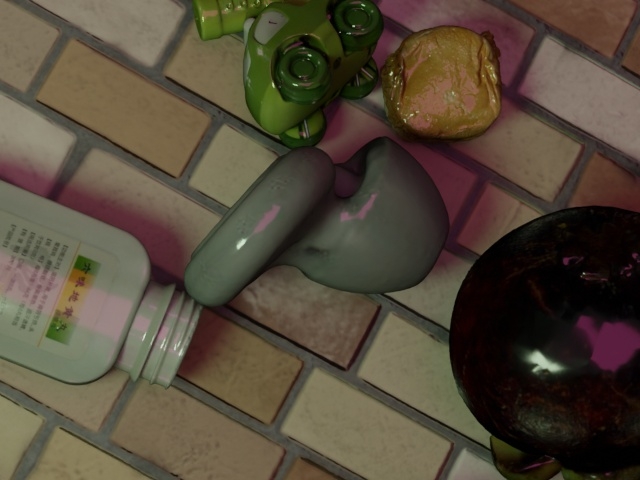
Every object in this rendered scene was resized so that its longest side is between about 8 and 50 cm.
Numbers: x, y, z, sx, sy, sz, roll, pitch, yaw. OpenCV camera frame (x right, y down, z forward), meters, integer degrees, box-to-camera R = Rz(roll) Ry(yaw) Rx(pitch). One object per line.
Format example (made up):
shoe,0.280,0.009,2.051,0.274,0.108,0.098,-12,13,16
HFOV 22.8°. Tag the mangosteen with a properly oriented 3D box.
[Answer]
mangosteen,0.295,0.118,1.760,0.330,0.330,0.330,2,81,-10

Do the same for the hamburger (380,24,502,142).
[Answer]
hamburger,0.145,-0.184,1.877,0.147,0.083,0.138,-6,86,-9

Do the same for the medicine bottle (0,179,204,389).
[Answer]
medicine bottle,-0.295,0.054,1.741,0.324,0.124,0.179,22,78,-5

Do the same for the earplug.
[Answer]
earplug,-0.005,-0.011,1.742,0.325,0.214,0.175,-12,70,-35

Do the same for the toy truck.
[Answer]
toy truck,-0.027,-0.232,1.831,0.187,0.148,0.210,-28,66,-15
